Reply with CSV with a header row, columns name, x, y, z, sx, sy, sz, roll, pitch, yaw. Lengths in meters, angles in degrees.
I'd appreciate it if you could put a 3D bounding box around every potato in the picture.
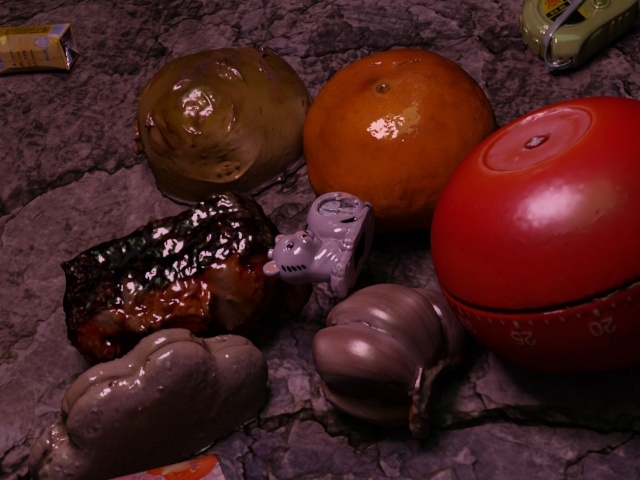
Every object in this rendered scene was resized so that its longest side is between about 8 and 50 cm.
name,x,y,z,sx,sy,sz,roll,pitch,yaw
potato,-0.143,-0.212,2.055,0.246,0.196,0.300,30,61,32

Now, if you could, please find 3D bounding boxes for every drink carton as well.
name,x,y,z,sx,sy,sz,roll,pitch,yaw
drink carton,-0.532,-0.337,2.337,0.200,0.084,0.074,-2,39,14

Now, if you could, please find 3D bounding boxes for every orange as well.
name,x,y,z,sx,sy,sz,roll,pitch,yaw
orange,0.110,-0.144,1.909,0.284,0.226,0.283,-10,49,12

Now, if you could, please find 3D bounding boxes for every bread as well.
name,x,y,z,sx,sy,sz,roll,pitch,yaw
bread,-0.228,0.212,1.718,0.337,0.183,0.102,-29,46,-14

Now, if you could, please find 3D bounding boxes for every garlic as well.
name,x,y,z,sx,sy,sz,roll,pitch,yaw
garlic,0.090,0.129,1.719,0.191,0.160,0.214,22,61,24

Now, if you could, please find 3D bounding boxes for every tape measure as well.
name,x,y,z,sx,sy,sz,roll,pitch,yaw
tape measure,0.393,-0.347,2.100,0.177,0.087,0.154,-37,63,-16

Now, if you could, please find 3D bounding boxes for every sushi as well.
name,x,y,z,sx,sy,sz,roll,pitch,yaw
sushi,-0.180,0.067,1.842,0.344,0.196,0.181,-20,66,4

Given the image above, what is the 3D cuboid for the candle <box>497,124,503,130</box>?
name,x,y,z,sx,sy,sz,roll,pitch,yaw
candle,0.242,-0.181,2.040,0.167,0.021,0.026,33,63,34

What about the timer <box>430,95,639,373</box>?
name,x,y,z,sx,sy,sz,roll,pitch,yaw
timer,0.323,-0.016,1.666,0.378,0.279,0.378,-22,26,11

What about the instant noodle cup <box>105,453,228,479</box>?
name,x,y,z,sx,sy,sz,roll,pitch,yaw
instant noodle cup,-0.201,0.375,1.541,0.231,0.243,0.243,-17,48,-9

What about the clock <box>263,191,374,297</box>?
name,x,y,z,sx,sy,sz,roll,pitch,yaw
clock,0.000,-0.001,1.769,0.117,0.080,0.176,10,39,14
